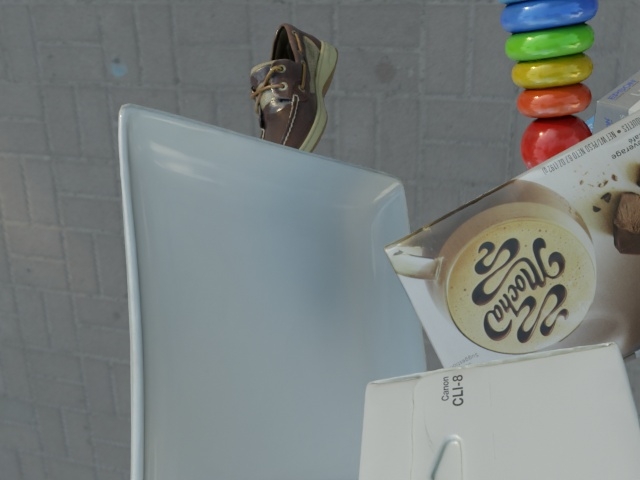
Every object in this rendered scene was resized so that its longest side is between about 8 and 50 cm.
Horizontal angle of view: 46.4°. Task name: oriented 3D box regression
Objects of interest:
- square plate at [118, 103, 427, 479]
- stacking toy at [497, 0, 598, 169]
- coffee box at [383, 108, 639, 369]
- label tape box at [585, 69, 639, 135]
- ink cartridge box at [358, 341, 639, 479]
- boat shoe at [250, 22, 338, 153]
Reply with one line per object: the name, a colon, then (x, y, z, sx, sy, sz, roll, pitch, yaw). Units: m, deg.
square plate: (-0.027, 0.087, 0.638, 0.049, 0.344, 0.347, -15, 74, 40)
stacking toy: (0.287, -0.236, 0.918, 0.141, 0.141, 0.330, -5, 105, 21)
coffee box: (0.228, 0.017, 0.617, 0.297, 0.119, 0.168, -28, 70, 11)
label tape box: (0.570, -0.230, 1.176, 0.241, 0.334, 0.105, -36, 121, -10)
ink cartridge box: (0.104, 0.159, 0.362, 0.128, 0.128, 0.176, -14, 128, 19)
boat shoe: (-0.062, -0.223, 1.160, 0.123, 0.341, 0.123, 35, 136, -24)
